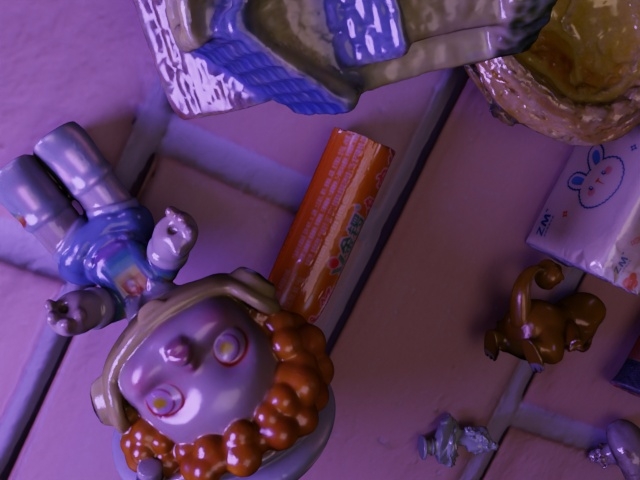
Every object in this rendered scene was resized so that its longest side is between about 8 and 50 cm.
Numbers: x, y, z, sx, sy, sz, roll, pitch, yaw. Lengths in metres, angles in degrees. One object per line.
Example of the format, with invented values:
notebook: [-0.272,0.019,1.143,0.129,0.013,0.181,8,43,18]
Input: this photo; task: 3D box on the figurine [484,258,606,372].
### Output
figurine: [0.280,0.083,1.013,0.176,0.121,0.122,-5,96,-40]

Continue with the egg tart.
egg tart: [0.265,-0.234,0.896,0.278,0.095,0.279,0,90,-11]

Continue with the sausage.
sausage: [0.000,0.000,0.879,0.071,0.071,0.234,21,96,-27]

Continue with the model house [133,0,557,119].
model house: [-0.015,-0.234,0.680,0.266,0.321,0.261,-20,105,-15]

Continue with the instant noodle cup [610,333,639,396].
instant noodle cup: [0.465,0.151,1.102,0.127,0.127,0.136,25,86,-27]

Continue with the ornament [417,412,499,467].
ornament: [0.165,0.249,1.040,0.092,0.041,0.068,-29,109,-3]

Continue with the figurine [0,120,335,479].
figurine: [-0.136,0.062,0.794,0.224,0.205,0.382,-24,93,-12]

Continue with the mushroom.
mushroom: [0.405,0.289,1.142,0.079,0.085,0.085,-24,117,16]

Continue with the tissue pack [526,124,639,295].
tissue pack: [0.342,-0.052,0.967,0.092,0.148,0.196,23,95,-24]
